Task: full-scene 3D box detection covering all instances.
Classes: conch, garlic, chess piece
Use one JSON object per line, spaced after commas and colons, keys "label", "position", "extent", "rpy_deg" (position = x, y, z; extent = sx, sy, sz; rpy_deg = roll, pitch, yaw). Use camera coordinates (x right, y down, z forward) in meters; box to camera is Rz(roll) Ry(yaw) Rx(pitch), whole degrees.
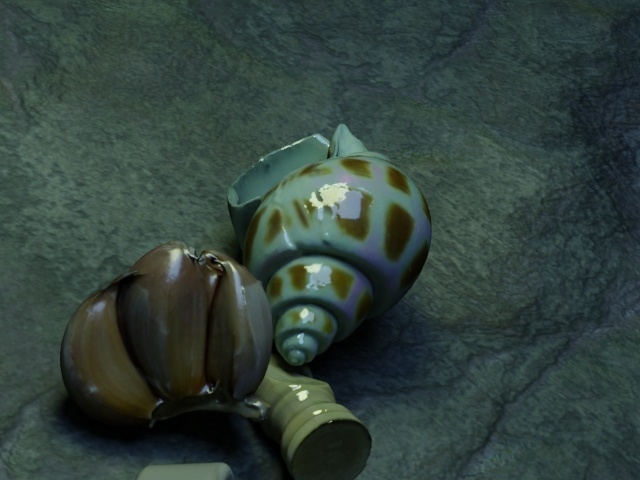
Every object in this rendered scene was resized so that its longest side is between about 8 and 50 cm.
{"label": "conch", "position": [0.000, -0.001, 1.937], "extent": [0.249, 0.197, 0.368], "rpy_deg": [0, 17, 20]}
{"label": "garlic", "position": [-0.155, 0.098, 1.735], "extent": [0.214, 0.191, 0.160], "rpy_deg": [-8, -1, -1]}
{"label": "chess piece", "position": [-0.027, 0.173, 1.780], "extent": [0.090, 0.090, 0.200], "rpy_deg": [3, 25, -28]}

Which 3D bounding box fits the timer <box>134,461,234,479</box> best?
{"label": "timer", "position": [-0.218, 0.264, 1.475], "extent": [0.266, 0.175, 0.175], "rpy_deg": [7, 31, 6]}
